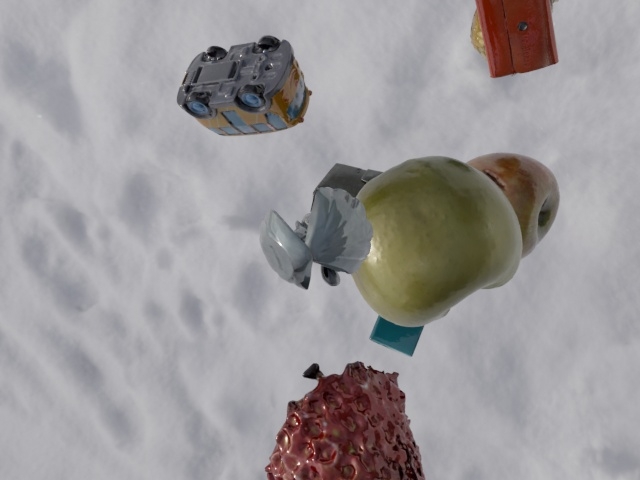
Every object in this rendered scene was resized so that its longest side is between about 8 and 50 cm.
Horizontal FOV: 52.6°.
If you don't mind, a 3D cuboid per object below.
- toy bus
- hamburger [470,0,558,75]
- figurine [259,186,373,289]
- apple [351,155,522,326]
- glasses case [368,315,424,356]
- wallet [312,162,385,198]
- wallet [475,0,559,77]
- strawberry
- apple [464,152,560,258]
[{"bbox_3d":[-0.120,-0.246,1.085,0.210,0.136,0.126,-1,61,29],"label":"toy bus"},{"bbox_3d":[0.442,-0.516,1.503,0.163,0.244,0.244,25,105,7],"label":"hamburger"},{"bbox_3d":[0.000,0.000,0.589,0.082,0.086,0.094,3,121,58],"label":"figurine"},{"bbox_3d":[0.171,-0.003,1.086,0.295,0.233,0.257,-33,75,22],"label":"apple"},{"bbox_3d":[0.230,0.132,1.626,0.117,0.070,0.300,23,82,6],"label":"glasses case"},{"bbox_3d":[0.141,-0.157,2.038,0.317,0.169,0.044,17,148,33],"label":"wallet"},{"bbox_3d":[0.400,-0.439,1.322,0.142,0.045,0.204,-11,126,17],"label":"wallet"},{"bbox_3d":[0.058,0.280,0.814,0.178,0.234,0.233,38,112,46],"label":"strawberry"},{"bbox_3d":[0.412,-0.081,1.513,0.265,0.264,0.264,3,99,19],"label":"apple"}]
